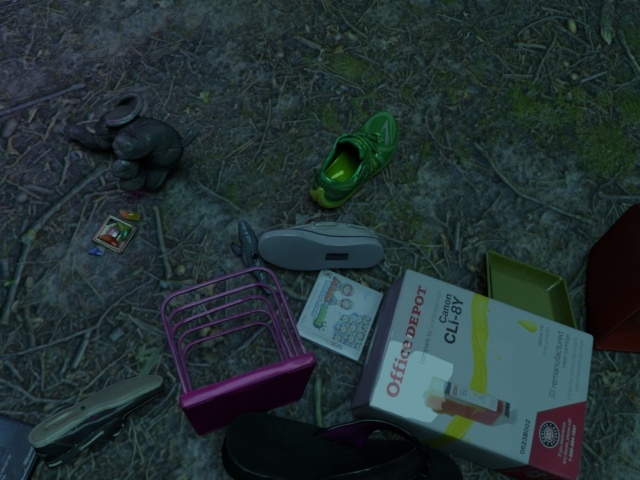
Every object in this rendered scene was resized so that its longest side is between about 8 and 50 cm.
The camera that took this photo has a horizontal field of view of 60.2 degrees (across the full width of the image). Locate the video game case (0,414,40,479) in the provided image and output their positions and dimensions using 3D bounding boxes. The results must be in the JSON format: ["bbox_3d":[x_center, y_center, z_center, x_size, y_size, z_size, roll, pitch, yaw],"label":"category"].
[{"bbox_3d":[-0.634,0.381,0.937,0.274,0.026,0.196,18,65,-1],"label":"video game case"}]

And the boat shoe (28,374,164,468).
[{"bbox_3d":[-0.387,0.316,0.986,0.233,0.084,0.079,-27,111,-25],"label":"boat shoe"}]

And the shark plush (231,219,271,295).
[{"bbox_3d":[-0.142,0.040,1.135,0.073,0.067,0.161,-6,67,-11],"label":"shark plush"}]

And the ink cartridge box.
[{"bbox_3d":[0.285,0.258,1.051,0.385,0.160,0.279,20,65,1],"label":"ink cartridge box"}]

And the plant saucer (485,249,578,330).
[{"bbox_3d":[0.431,0.118,1.167,0.188,0.045,0.188,20,36,1],"label":"plant saucer"}]

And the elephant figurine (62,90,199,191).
[{"bbox_3d":[-0.411,-0.231,1.179,0.186,0.169,0.239,-8,47,-42],"label":"elephant figurine"}]

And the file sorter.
[{"bbox_3d":[-0.146,0.194,0.948,0.202,0.290,0.182,-16,67,-15],"label":"file sorter"}]

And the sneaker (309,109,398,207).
[{"bbox_3d":[0.091,-0.194,1.243,0.109,0.123,0.295,35,65,8],"label":"sneaker"}]

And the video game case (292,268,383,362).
[{"bbox_3d":[0.038,0.151,1.140,0.143,0.019,0.157,24,65,2],"label":"video game case"}]

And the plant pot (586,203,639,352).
[{"bbox_3d":[0.725,0.074,1.160,0.267,0.267,0.236,5,53,-6],"label":"plant pot"}]

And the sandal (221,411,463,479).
[{"bbox_3d":[0.060,0.371,0.932,0.446,0.107,0.167,15,27,-16],"label":"sandal"}]

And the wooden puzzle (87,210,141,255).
[{"bbox_3d":[-0.429,-0.016,1.148,0.078,0.014,0.116,18,65,0],"label":"wooden puzzle"}]

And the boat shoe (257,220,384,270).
[{"bbox_3d":[0.000,0.000,1.160,0.267,0.096,0.088,-1,40,-11],"label":"boat shoe"}]
